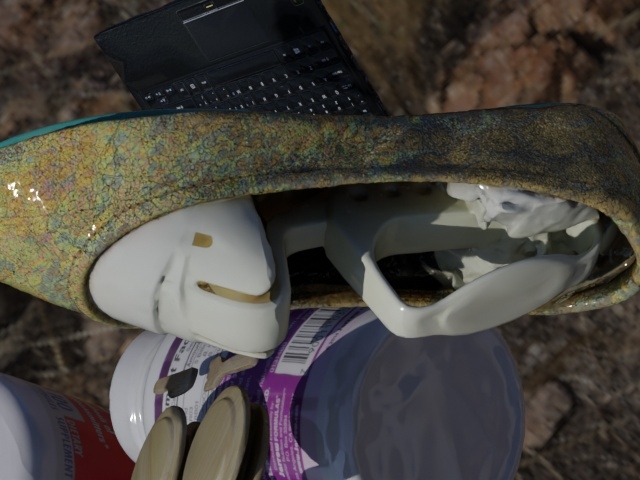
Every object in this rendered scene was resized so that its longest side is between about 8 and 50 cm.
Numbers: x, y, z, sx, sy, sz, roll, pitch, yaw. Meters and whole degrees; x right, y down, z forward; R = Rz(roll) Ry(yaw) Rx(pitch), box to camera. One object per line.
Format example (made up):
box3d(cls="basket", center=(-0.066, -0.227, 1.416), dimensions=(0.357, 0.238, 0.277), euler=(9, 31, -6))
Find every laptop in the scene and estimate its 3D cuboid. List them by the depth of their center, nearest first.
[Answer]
box3d(cls="laptop", center=(-0.068, -0.058, 1.182), dimensions=(0.234, 0.264, 0.136), euler=(-13, 30, 39))

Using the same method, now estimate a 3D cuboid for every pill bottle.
box3d(cls="pill bottle", center=(-0.018, 0.119, 1.019), dimensions=(0.301, 0.169, 0.169), euler=(-3, 58, 52))
box3d(cls="pill bottle", center=(-0.208, 0.281, 1.390), dimensions=(0.229, 0.408, 0.229), euler=(-17, 61, 33))

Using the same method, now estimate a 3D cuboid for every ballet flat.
box3d(cls="ballet flat", center=(0.000, 0.000, 0.682), dimensions=(0.349, 0.123, 0.123), euler=(-5, 42, -15))

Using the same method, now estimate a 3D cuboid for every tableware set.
box3d(cls="tableware set", center=(-0.069, 0.138, 0.857), dimensions=(0.194, 0.039, 0.128), euler=(-26, 46, 64))
